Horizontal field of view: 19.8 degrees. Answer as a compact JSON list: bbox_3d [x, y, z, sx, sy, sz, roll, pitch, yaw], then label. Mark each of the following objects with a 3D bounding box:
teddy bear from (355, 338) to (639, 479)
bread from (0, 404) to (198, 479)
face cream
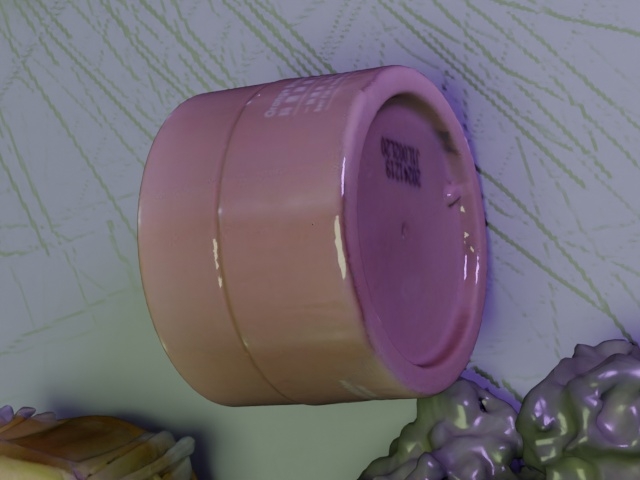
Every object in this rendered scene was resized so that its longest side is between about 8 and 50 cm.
[{"bbox_3d":[0.111,0.208,0.781,0.367,0.224,0.357,2,81,30],"label":"teddy bear"},{"bbox_3d":[-0.127,0.214,0.964,0.136,0.107,0.241,7,102,30],"label":"bread"},{"bbox_3d":[0.000,0.000,0.829,0.104,0.149,0.149,-5,97,28],"label":"face cream"}]
